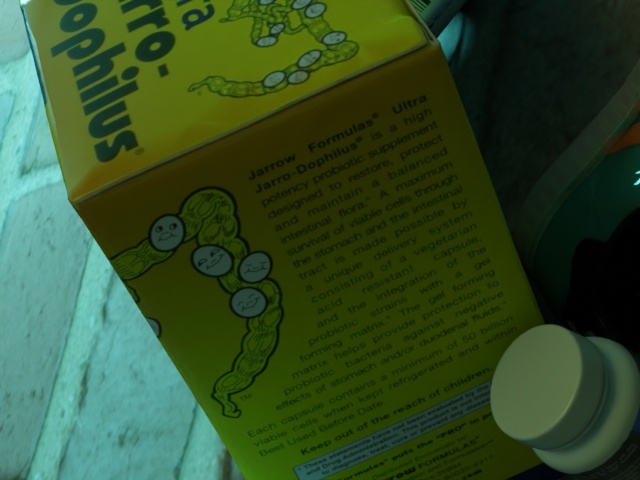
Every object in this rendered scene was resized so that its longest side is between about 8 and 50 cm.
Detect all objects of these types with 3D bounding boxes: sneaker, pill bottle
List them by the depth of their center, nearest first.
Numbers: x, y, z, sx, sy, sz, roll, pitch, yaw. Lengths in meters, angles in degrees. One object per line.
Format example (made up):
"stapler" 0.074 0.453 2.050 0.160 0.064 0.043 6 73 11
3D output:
"pill bottle" 0.162 0.099 0.958 0.078 0.137 0.078 -29 48 38
"sneaker" 0.233 -0.065 1.008 0.302 0.108 0.121 -59 36 21

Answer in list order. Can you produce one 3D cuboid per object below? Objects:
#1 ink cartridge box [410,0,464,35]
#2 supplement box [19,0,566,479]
"ink cartridge box" 0.021 -0.119 1.246 0.324 0.071 0.330 -51 -3 18
"supplement box" 0.000 0.000 1.000 0.195 0.356 0.194 -25 43 2
